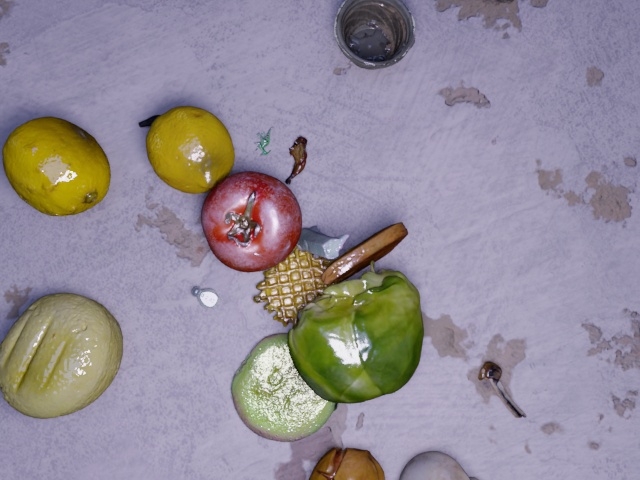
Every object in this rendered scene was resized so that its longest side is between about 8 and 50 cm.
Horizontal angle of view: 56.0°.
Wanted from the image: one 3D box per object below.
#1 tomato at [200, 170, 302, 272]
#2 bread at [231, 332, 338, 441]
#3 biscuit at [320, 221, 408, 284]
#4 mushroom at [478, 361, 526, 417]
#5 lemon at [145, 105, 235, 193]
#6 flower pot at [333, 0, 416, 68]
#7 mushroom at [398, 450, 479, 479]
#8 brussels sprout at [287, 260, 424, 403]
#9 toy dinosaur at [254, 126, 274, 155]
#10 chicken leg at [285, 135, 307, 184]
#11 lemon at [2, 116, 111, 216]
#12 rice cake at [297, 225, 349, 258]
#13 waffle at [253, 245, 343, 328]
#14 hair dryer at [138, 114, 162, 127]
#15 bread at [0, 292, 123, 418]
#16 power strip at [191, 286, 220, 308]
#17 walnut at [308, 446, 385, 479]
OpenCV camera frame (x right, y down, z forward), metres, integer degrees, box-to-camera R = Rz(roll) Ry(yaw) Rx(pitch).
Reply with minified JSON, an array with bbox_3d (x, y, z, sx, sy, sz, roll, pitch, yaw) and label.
[{"bbox_3d":[-0.178,-0.053,1.616,0.269,0.227,0.271,1,97,9],"label":"tomato"},{"bbox_3d":[-0.093,0.407,1.648,0.301,0.045,0.302,0,83,-2],"label":"bread"},{"bbox_3d":[0.099,0.044,1.572,0.262,0.277,0.052,-31,81,-12],"label":"biscuit"},{"bbox_3d":[0.501,0.417,1.656,0.060,0.061,0.187,-34,93,-35],"label":"mushroom"},{"bbox_3d":[-0.347,-0.242,1.637,0.253,0.228,0.228,37,83,23],"label":"lemon"},{"bbox_3d":[0.150,-0.587,1.737,0.235,0.140,0.236,0,84,-2],"label":"flower pot"},{"bbox_3d":[0.325,0.672,1.555,0.243,0.243,0.244,0,82,-1],"label":"mushroom"},{"bbox_3d":[0.105,0.249,1.553,0.371,0.276,0.315,-41,87,-23],"label":"brussels sprout"},{"bbox_3d":[-0.156,-0.287,1.752,0.083,0.021,0.062,-31,91,-1],"label":"toy dinosaur"},{"bbox_3d":[-0.067,-0.232,1.738,0.062,0.037,0.145,4,81,22],"label":"chicken leg"},{"bbox_3d":[-0.707,-0.198,1.617,0.283,0.260,0.261,22,82,-2],"label":"lemon"},{"bbox_3d":[-0.003,0.001,1.591,0.081,0.290,0.051,-33,106,-13],"label":"rice cake"},{"bbox_3d":[-0.055,0.132,1.683,0.228,0.051,0.232,32,82,6],"label":"waffle"},{"bbox_3d":[-0.482,-0.320,1.750,0.078,0.031,0.083,-16,91,8],"label":"hair dryer"},{"bbox_3d":[-0.672,0.296,1.554,0.320,0.237,0.321,1,79,-3],"label":"bread"},{"bbox_3d":[-0.322,0.158,1.688,0.083,0.035,0.055,30,83,-10],"label":"power strip"},{"bbox_3d":[0.047,0.694,1.537,0.208,0.209,0.337,17,90,1],"label":"walnut"}]
